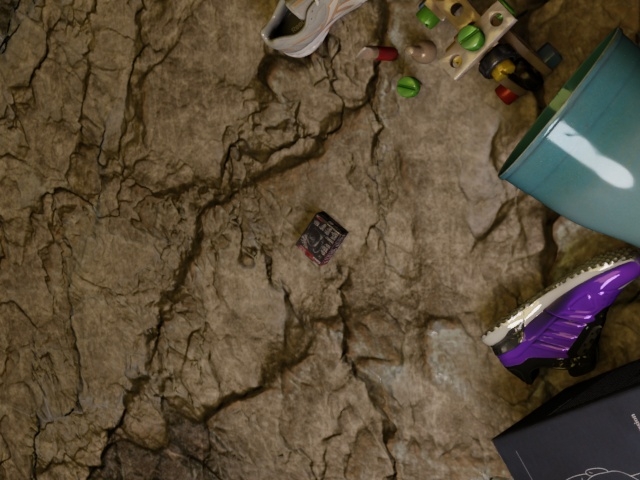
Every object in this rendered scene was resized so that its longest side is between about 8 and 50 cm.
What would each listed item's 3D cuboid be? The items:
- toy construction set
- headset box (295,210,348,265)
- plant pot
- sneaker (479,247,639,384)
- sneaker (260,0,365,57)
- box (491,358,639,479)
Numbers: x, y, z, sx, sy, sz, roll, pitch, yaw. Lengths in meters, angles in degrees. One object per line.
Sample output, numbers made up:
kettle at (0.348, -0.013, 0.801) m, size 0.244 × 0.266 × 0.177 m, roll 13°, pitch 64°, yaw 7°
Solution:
toy construction set at (0.196, -0.319, 1.647) m, size 0.309 × 0.237 × 0.257 m, roll -17°, pitch 90°, yaw 28°
headset box at (0.000, 0.000, 1.905) m, size 0.062 × 0.032 × 0.083 m, roll 40°, pitch 113°, yaw 17°
plant pot at (0.440, -0.121, 1.551) m, size 0.255 × 0.271 × 0.271 m, roll 38°, pitch 113°, yaw 2°
sneaker at (0.405, 0.130, 1.691) m, size 0.293 × 0.102 × 0.146 m, roll -38°, pitch 84°, yaw 31°
sneaker at (0.002, -0.409, 1.797) m, size 0.099 × 0.121 × 0.262 m, roll 47°, pitch 114°, yaw 13°
box at (0.497, 0.325, 1.532) m, size 0.395 × 0.212 × 0.293 m, roll -35°, pitch 81°, yaw 49°
